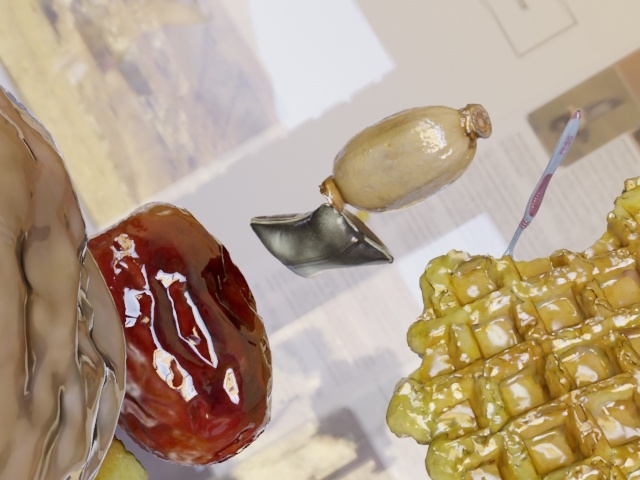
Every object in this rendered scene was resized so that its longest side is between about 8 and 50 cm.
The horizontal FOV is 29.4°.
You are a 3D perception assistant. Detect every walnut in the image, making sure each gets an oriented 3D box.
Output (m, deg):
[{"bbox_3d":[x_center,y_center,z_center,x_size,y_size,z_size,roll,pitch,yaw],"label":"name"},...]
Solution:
[{"bbox_3d":[-0.212,0.044,0.561,0.273,0.227,0.273,171,-90,-89],"label":"walnut"}]

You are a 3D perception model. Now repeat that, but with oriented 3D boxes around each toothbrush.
[{"bbox_3d":[0.207,-0.039,1.157,0.019,0.013,0.193,-115,-141,-51],"label":"toothbrush"}]

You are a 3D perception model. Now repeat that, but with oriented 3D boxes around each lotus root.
[{"bbox_3d":[0.056,-0.056,0.896,0.073,0.150,0.062,29,44,-45],"label":"lotus root"}]

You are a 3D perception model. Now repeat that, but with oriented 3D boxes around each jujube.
[{"bbox_3d":[-0.140,0.093,1.132,0.243,0.183,0.183,60,-3,-7],"label":"jujube"}]

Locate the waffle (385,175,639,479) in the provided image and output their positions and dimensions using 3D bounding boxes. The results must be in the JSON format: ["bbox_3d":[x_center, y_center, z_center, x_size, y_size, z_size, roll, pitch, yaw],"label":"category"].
[{"bbox_3d":[0.183,0.066,0.703,0.291,0.291,0.051,57,-10,39],"label":"waffle"}]

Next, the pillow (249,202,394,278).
[{"bbox_3d":[-0.001,0.002,1.160,0.136,0.055,0.091,-6,-66,51],"label":"pillow"}]

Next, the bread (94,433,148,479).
[{"bbox_3d":[-0.303,0.247,0.842,0.233,0.245,0.361,68,29,-27],"label":"bread"}]
